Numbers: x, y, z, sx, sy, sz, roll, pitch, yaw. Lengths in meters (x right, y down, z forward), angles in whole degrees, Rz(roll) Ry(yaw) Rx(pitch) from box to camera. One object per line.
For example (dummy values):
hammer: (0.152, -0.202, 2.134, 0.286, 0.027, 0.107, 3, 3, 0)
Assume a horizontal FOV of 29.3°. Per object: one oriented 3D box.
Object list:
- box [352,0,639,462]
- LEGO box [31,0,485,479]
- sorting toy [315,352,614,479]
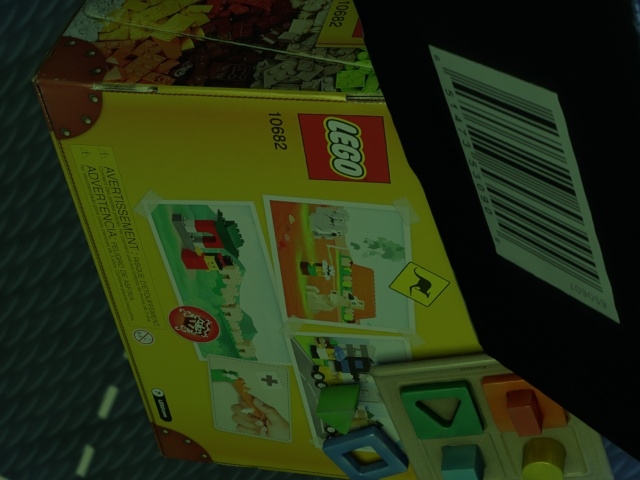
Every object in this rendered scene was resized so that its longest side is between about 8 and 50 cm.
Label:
box: (0.300, -0.166, 0.765, 0.472, 0.297, 0.479, -34, 124, -15)
LEGO box: (0.000, 0.000, 1.138, 0.373, 0.193, 0.500, 4, 134, 14)
sorting toy: (0.155, 0.174, 1.086, 0.348, 0.047, 0.196, -9, 130, 21)
